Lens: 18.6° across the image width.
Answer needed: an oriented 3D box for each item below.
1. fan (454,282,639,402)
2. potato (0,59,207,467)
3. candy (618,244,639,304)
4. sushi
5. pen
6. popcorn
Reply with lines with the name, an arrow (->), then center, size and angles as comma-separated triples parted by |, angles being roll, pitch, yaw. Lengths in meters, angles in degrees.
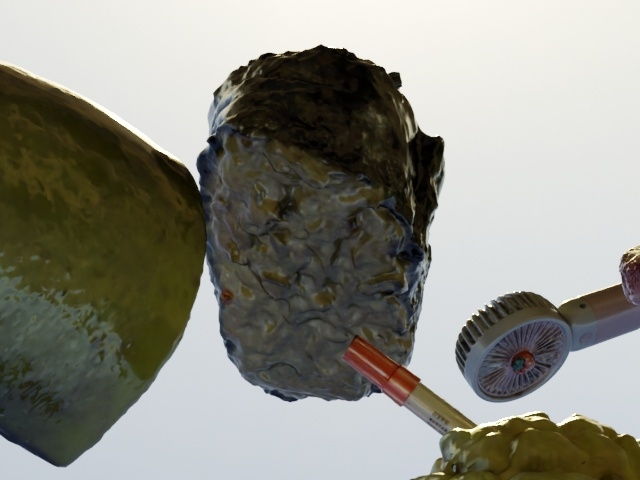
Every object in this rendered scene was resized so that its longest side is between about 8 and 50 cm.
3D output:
fan -> 0.267, 0.103, 2.200 | 0.244, 0.130, 0.074 | -17, -134, -19
potato -> -0.255, -0.051, 1.423 | 0.280, 0.213, 0.330 | 39, -168, -50
candy -> 0.292, 0.022, 1.568 | 0.103, 0.043, 0.103 | -11, -172, 2
sushi -> 0.000, 0.000, 1.693 | 0.211, 0.350, 0.171 | 3, -134, 5
pen -> 0.116, 0.155, 1.549 | 0.239, 0.028, 0.028 | 37, -159, 8
popcorn -> 0.161, 0.241, 1.339 | 0.249, 0.249, 0.225 | 9, -149, -24
